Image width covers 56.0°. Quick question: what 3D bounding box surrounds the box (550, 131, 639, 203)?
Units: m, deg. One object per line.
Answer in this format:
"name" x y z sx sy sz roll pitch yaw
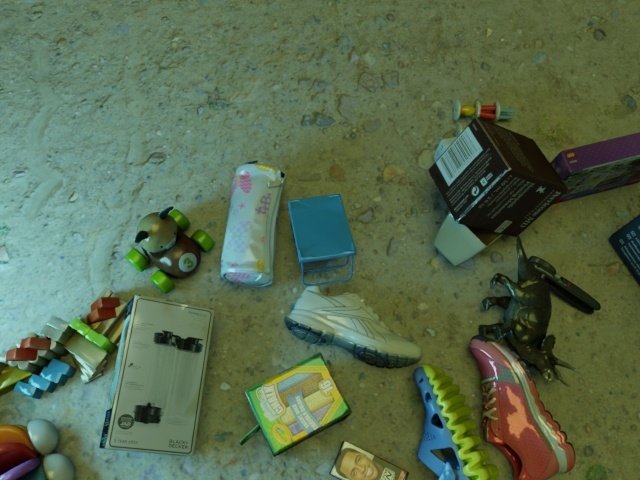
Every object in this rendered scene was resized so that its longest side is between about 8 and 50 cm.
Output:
"box" 0.649 -0.168 1.384 0.293 0.201 0.057 -14 71 -9

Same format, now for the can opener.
"can opener" 0.542 0.102 1.348 0.186 0.059 0.073 35 70 10

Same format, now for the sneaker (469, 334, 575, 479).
"sneaker" 0.375 0.342 1.215 0.136 0.116 0.314 -26 73 -11

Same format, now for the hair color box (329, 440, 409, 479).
"hair color box" 0.095 0.460 1.190 0.141 0.043 0.072 24 70 6

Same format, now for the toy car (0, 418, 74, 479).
"toy car" -0.562 0.424 1.112 0.159 0.136 0.182 -29 73 -14

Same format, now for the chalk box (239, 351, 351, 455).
"chalk box" -0.067 0.335 1.181 0.212 0.132 0.132 -24 72 -13

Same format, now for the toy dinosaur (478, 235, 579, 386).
"toy dinosaur" 0.439 0.153 1.302 0.160 0.121 0.314 7 69 -11

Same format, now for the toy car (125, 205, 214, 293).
"toy car" -0.328 -0.003 1.265 0.149 0.188 0.155 38 71 11

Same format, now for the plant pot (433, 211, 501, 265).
"plant pot" 0.319 -0.007 1.345 0.109 0.096 0.109 46 35 14

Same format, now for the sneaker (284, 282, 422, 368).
"sneaker" 0.079 0.177 1.269 0.296 0.111 0.129 22 63 4

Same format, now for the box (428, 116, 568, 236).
"box" 0.383 -0.134 1.312 0.203 0.168 0.167 11 44 -34

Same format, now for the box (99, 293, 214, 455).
"box" -0.317 0.267 1.188 0.169 0.087 0.290 13 67 -23

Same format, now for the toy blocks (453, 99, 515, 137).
"toy blocks" 0.411 -0.291 1.496 0.147 0.054 0.123 2 68 -3

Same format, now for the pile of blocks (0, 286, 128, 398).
"pile of blocks" -0.529 0.225 1.206 0.362 0.113 0.149 -31 74 -14

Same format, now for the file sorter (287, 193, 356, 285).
"file sorter" 0.000 0.000 1.305 0.118 0.105 0.170 -7 50 -7

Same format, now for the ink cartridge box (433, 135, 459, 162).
"ink cartridge box" 0.349 -0.206 1.435 0.135 0.099 0.056 -11 71 -7

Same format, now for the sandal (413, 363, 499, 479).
"sandal" 0.245 0.399 1.188 0.138 0.126 0.318 -33 57 24

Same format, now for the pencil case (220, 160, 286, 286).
"pencil case" -0.144 -0.034 1.329 0.124 0.113 0.273 -1 68 20

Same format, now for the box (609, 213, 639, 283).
"box" 0.844 0.006 1.225 0.211 0.395 0.294 -24 72 -12
